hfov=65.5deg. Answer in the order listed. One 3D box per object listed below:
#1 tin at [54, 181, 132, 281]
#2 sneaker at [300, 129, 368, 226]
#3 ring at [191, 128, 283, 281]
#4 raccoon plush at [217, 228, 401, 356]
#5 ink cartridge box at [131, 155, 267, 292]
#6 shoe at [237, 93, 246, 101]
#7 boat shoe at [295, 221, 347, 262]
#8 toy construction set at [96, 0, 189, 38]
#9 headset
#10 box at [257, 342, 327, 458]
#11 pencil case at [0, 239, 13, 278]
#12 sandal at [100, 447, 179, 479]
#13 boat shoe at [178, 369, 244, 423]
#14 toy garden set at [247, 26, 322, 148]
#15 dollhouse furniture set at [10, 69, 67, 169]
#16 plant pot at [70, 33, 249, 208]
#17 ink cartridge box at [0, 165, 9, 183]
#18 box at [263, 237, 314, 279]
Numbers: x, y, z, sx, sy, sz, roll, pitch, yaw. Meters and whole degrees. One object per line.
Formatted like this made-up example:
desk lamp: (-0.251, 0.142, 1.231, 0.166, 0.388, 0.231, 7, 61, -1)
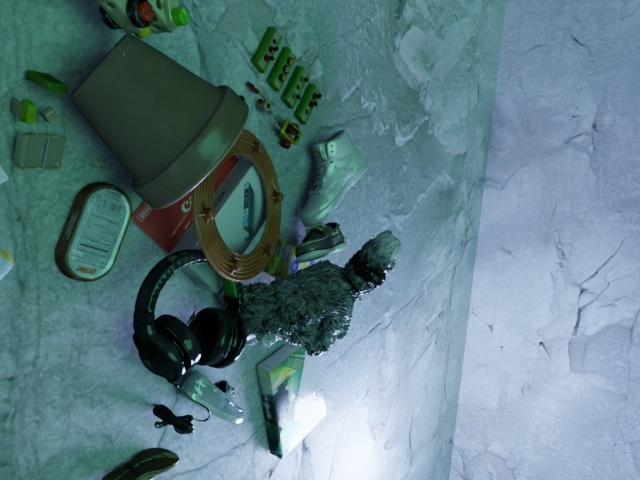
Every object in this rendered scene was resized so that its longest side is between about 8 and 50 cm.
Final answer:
tin: (-0.418, -0.016, 0.922, 0.106, 0.040, 0.190, 26, 79, -49)
sneaker: (0.005, -0.189, 1.418, 0.293, 0.108, 0.169, -52, 123, -27)
ring: (-0.163, -0.078, 1.087, 0.336, 0.032, 0.337, -1, 90, -65)
raccoon plush: (-0.051, 0.098, 1.228, 0.299, 0.216, 0.447, 19, 111, -44)
ink cartridge box: (-0.241, -0.074, 1.124, 0.296, 0.066, 0.261, -60, 141, -24)
shoe: (-0.226, -0.235, 1.080, 0.076, 0.058, 0.219, 38, 64, -23)
boat shoe: (-0.004, 0.001, 1.395, 0.305, 0.109, 0.091, -17, 90, -71)
toy construction set: (-0.328, -0.467, 0.809, 0.327, 0.151, 0.215, 32, 63, -52)
headset: (-0.290, 0.214, 1.055, 0.243, 0.185, 0.395, -3, 97, -51)
box: (-0.078, 0.457, 1.502, 0.232, 0.058, 0.322, -31, 122, -46)
pencil case: (-0.485, -0.051, 0.591, 0.124, 0.113, 0.273, -54, 141, -45)
sandal: (-0.394, 0.507, 1.077, 0.180, 0.072, 0.049, -15, 127, -50)
boat shoe: (-0.250, 0.385, 1.226, 0.081, 0.079, 0.227, -59, 137, -18)
toy garden set: (-0.088, -0.374, 1.264, 0.244, 0.049, 0.204, 43, 65, -50)
dollhouse furniture set: (-0.465, -0.195, 0.817, 0.076, 0.058, 0.152, -14, 130, -59)
plant pot: (-0.299, -0.224, 0.883, 0.229, 0.263, 0.263, 42, 64, -30)
ink cartridge box: (-0.563, -0.100, 0.647, 0.219, 0.092, 0.160, -46, 134, -37)
box: (-0.091, 0.066, 1.388, 0.179, 0.043, 0.105, 37, 69, -50)
